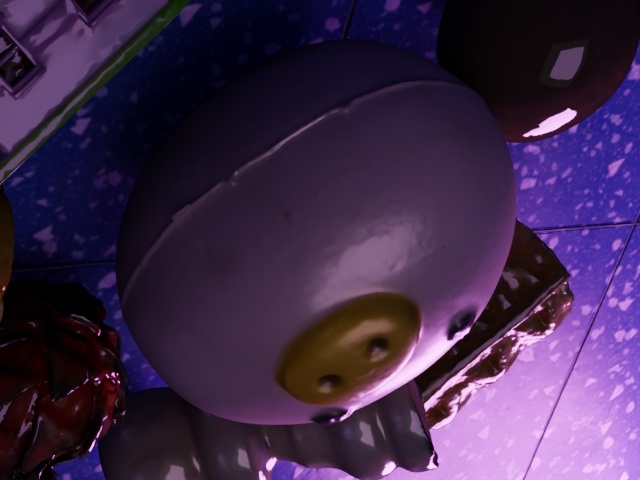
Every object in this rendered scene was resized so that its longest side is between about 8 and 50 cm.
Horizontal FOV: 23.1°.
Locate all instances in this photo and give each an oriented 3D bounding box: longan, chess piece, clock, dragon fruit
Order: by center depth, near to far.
[{"bbox_3d":[-0.277,-0.222,1.091,0.235,0.166,0.309,-45,122,-10],"label":"clock"},{"bbox_3d":[-0.257,0.128,1.404,0.182,0.189,0.182,-17,162,-5],"label":"dragon fruit"},{"bbox_3d":[0.202,-0.191,1.472,0.212,0.198,0.198,-41,140,24],"label":"longan"},{"bbox_3d":[-0.060,0.187,1.582,0.330,0.182,0.182,-16,135,3],"label":"chess piece"}]

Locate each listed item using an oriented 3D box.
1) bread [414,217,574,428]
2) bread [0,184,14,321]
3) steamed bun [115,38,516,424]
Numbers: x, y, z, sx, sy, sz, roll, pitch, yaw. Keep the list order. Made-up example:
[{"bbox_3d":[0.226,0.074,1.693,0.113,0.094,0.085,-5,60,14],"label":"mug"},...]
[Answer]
[{"bbox_3d":[0.149,0.098,1.719,0.267,0.130,0.152,-42,101,3],"label":"bread"},{"bbox_3d":[-0.417,0.019,1.209,0.376,0.208,0.251,5,126,-42],"label":"bread"},{"bbox_3d":[-0.003,-0.006,1.388,0.374,0.334,0.334,-35,140,18],"label":"steamed bun"}]
